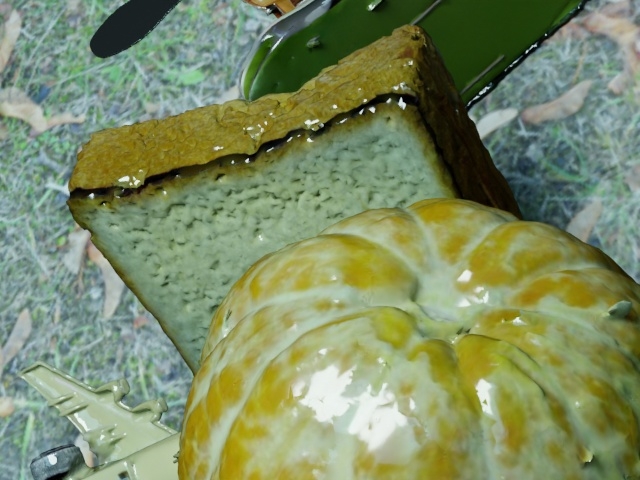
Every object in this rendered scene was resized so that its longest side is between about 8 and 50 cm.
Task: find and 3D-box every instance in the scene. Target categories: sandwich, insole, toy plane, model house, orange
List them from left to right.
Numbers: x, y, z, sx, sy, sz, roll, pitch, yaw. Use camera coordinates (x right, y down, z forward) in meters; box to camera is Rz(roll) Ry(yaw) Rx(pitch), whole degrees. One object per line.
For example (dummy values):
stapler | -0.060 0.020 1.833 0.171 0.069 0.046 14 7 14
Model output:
toy plane | -0.143 0.185 1.449 0.256 0.104 0.242 -29 75 31
insole | -0.145 -0.203 1.693 0.135 0.002 0.045 -39 57 8
sandwich | 0.000 -0.001 1.383 0.273 0.249 0.095 -17 33 20
model house | 0.052 -0.203 1.468 0.294 0.207 0.154 -41 52 6
orange | 0.075 0.115 1.196 0.329 0.249 0.329 1 45 -1
